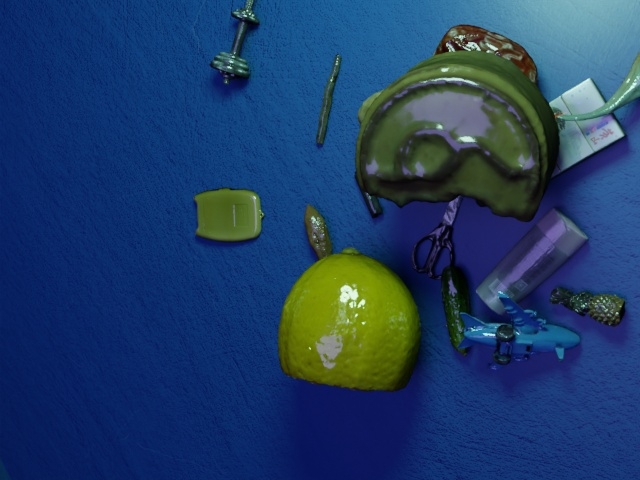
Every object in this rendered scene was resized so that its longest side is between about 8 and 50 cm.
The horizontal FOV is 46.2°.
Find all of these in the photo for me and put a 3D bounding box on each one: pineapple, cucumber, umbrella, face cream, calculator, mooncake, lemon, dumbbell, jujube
[{"bbox_3d":[0.596,0.142,1.680,0.159,0.074,0.074,14,102,30],"label":"pineapple"},{"bbox_3d":[0.332,0.173,1.820,0.069,0.069,0.227,-6,95,28],"label":"cucumber"},{"bbox_3d":[0.124,-0.122,1.919,0.036,0.031,0.133,-23,83,1],"label":"umbrella"},{"bbox_3d":[0.482,0.053,1.725,0.107,0.073,0.269,42,113,5],"label":"face cream"},{"bbox_3d":[-0.264,-0.072,2.125,0.237,0.033,0.157,0,94,26],"label":"calculator"},{"bbox_3d":[0.284,-0.189,1.580,0.394,0.246,0.393,-30,102,30],"label":"mooncake"},{"bbox_3d":[0.075,0.190,1.808,0.364,0.364,0.364,3,96,27],"label":"lemon"},{"bbox_3d":[-0.220,-0.545,2.020,0.110,0.110,0.254,21,98,24],"label":"dumbbell"},{"bbox_3d":[0.367,-0.375,1.681,0.243,0.183,0.183,34,110,3],"label":"jujube"}]

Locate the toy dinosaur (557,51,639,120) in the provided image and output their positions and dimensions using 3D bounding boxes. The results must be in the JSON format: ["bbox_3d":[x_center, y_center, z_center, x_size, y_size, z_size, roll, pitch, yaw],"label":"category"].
[{"bbox_3d":[0.691,-0.321,1.550,0.393,0.092,0.205,-21,71,23],"label":"toy dinosaur"}]

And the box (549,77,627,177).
[{"bbox_3d":[0.537,-0.233,1.670,0.233,0.067,0.149,-33,83,26],"label":"box"}]

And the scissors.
[{"bbox_3d":[0.312,-0.048,1.833,0.109,0.022,0.300,26,106,19],"label":"scissors"}]

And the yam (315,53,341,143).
[{"bbox_3d":[0.019,-0.368,1.954,0.027,0.029,0.234,12,100,-1],"label":"yam"}]

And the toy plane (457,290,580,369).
[{"bbox_3d":[0.455,0.223,1.723,0.271,0.105,0.254,8,132,15],"label":"toy plane"}]

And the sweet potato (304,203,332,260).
[{"bbox_3d":[0.000,0.000,1.982,0.068,0.060,0.205,-9,103,62],"label":"sweet potato"}]

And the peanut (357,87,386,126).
[{"bbox_3d":[0.235,-0.285,1.783,0.291,0.143,0.159,26,101,18],"label":"peanut"}]
